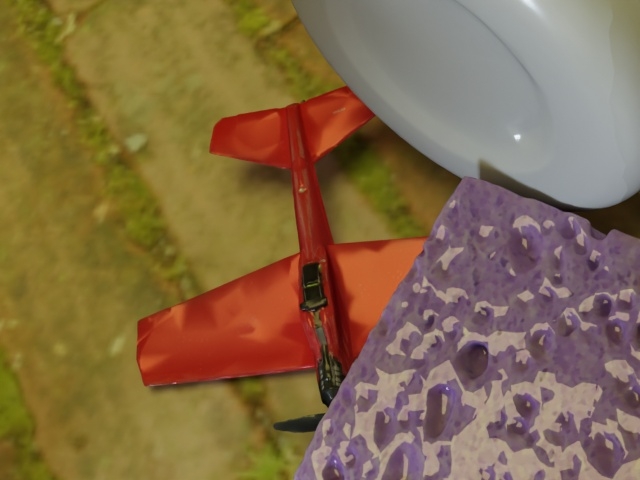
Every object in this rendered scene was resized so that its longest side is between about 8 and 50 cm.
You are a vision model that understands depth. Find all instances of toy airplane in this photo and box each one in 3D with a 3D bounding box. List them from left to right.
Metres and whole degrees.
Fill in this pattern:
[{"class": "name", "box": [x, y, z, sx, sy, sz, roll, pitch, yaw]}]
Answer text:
[{"class": "toy airplane", "box": [0.000, 0.000, 0.472, 0.151, 0.028, 0.151, -9, 58, 14]}]

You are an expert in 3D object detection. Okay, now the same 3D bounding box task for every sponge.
[{"class": "sponge", "box": [0.108, 0.066, 0.380, 0.210, 0.031, 0.117, 23, 71, 25]}]

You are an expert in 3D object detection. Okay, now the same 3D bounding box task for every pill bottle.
[{"class": "pill bottle", "box": [0.117, -0.147, 0.440, 0.146, 0.146, 0.264, 29, 69, 32]}]
